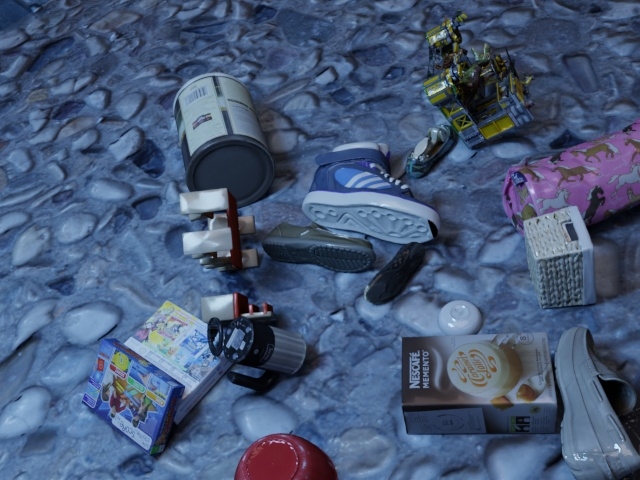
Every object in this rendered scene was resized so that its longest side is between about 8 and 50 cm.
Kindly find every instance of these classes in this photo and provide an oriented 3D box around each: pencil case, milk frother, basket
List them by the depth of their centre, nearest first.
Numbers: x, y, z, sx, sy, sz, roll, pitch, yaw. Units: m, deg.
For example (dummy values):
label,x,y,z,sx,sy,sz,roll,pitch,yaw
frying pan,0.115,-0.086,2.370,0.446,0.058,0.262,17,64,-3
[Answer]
label,x,y,z,sx,sy,sz,roll,pitch,yaw
basket,0.436,0.037,1.373,0.103,0.167,0.113,-14,46,11
milk frother,-0.126,0.191,1.392,0.129,0.134,0.143,-51,44,17
pencil case,0.561,-0.133,1.502,0.386,0.167,0.160,-21,14,-5

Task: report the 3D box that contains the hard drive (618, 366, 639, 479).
label,x,y,z,sx,sy,sz,roll,pitch,yaw
hard drive,0.552,0.308,1.167,0.172,0.054,0.255,17,55,28

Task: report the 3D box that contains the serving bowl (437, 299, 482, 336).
label,x,y,z,sx,sy,sz,roll,pitch,yaw
serving bowl,0.261,0.143,1.411,0.083,0.027,0.083,-8,46,8

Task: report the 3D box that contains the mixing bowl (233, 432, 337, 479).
label,x,y,z,sx,sy,sz,roll,pitch,yaw
mixing bowl,-0.067,0.385,1.225,0.181,0.098,0.181,-7,48,7

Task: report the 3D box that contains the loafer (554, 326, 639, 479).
label,x,y,z,sx,sy,sz,roll,pitch,yaw
loafer,0.437,0.247,1.176,0.111,0.112,0.319,-22,27,25

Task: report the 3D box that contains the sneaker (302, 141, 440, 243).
label,x,y,z,sx,sy,sz,roll,pitch,yaw
sneaker,0.135,-0.129,1.619,0.322,0.130,0.236,9,55,29

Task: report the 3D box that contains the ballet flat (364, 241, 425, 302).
label,x,y,z,sx,sy,sz,roll,pitch,yaw
ballet flat,0.148,0.067,1.506,0.173,0.057,0.049,-42,12,-24

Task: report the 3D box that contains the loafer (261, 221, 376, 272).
label,x,y,z,sx,sy,sz,roll,pitch,yaw
loafer,0.000,0.000,1.562,0.251,0.094,0.087,9,55,21

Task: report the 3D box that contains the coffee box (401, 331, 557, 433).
label,x,y,z,sx,sy,sz,roll,pitch,yaw
coffee box,0.263,0.242,1.270,0.246,0.098,0.141,-4,48,11

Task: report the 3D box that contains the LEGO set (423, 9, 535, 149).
label,x,y,z,sx,sy,sz,roll,pitch,yaw
LEGO set,0.372,-0.385,1.708,0.192,0.255,0.331,-24,28,30

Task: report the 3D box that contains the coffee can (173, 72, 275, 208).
label,x,y,z,sx,sy,sz,roll,pitch,yaw
coffee can,-0.231,-0.237,1.764,0.201,0.202,0.275,-18,46,-2

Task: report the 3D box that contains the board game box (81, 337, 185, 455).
label,x,y,z,sx,sy,sz,roll,pitch,yaw
board game box,-0.347,0.283,1.378,0.201,0.035,0.136,26,99,32

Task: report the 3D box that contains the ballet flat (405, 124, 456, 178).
label,x,y,z,sx,sy,sz,roll,pitch,yaw
ballet flat,0.256,-0.221,1.720,0.070,0.070,0.188,18,55,28

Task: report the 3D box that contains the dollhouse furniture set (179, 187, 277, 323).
label,x,y,z,sx,sy,sz,roll,pitch,yaw
dollhouse furniture set,-0.168,0.033,1.487,0.135,0.262,0.259,-7,79,5

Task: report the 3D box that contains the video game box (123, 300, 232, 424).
label,x,y,z,sx,sy,sz,roll,pitch,yaw
video game box,-0.288,0.231,1.457,0.205,0.048,0.187,25,61,32
